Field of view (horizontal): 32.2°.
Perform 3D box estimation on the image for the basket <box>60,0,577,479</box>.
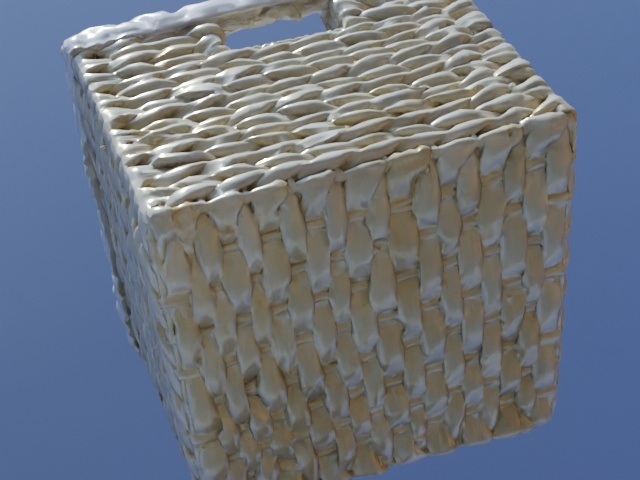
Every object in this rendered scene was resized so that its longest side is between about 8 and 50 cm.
[{"bbox_3d":[0.000,0.000,0.880,0.328,0.266,0.331,-14,-50,-12],"label":"basket"}]
